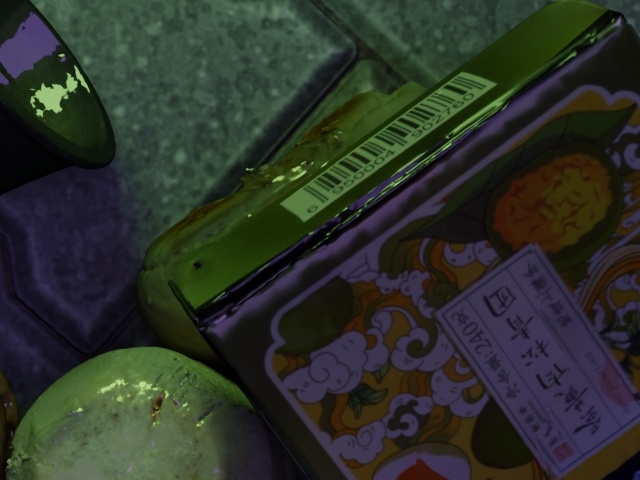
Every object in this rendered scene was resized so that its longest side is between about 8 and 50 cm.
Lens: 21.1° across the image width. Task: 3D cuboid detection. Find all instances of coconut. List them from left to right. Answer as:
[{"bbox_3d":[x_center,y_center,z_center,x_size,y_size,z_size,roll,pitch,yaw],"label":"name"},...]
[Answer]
[{"bbox_3d":[-0.131,0.199,1.372,0.227,0.230,0.227,-1,77,6],"label":"coconut"}]

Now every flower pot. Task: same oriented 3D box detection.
[{"bbox_3d":[-0.291,-0.112,1.351,0.148,0.235,0.235,-37,98,11],"label":"flower pot"}]

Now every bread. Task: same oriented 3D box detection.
[{"bbox_3d":[0.004,-0.002,1.400,0.314,0.192,0.171,-36,96,-8],"label":"bread"}]

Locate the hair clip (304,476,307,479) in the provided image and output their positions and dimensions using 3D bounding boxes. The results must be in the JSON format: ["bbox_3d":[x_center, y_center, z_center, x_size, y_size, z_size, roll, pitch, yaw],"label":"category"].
[{"bbox_3d":[0.099,0.222,1.485,0.226,0.072,0.034,12,89,-10],"label":"hair clip"}]

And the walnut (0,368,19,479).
[{"bbox_3d":[-0.316,0.156,1.365,0.155,0.155,0.184,14,86,-10],"label":"walnut"}]

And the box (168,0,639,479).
[{"bbox_3d":[0.152,0.088,1.293,0.373,0.138,0.420,-36,112,-4],"label":"box"}]
